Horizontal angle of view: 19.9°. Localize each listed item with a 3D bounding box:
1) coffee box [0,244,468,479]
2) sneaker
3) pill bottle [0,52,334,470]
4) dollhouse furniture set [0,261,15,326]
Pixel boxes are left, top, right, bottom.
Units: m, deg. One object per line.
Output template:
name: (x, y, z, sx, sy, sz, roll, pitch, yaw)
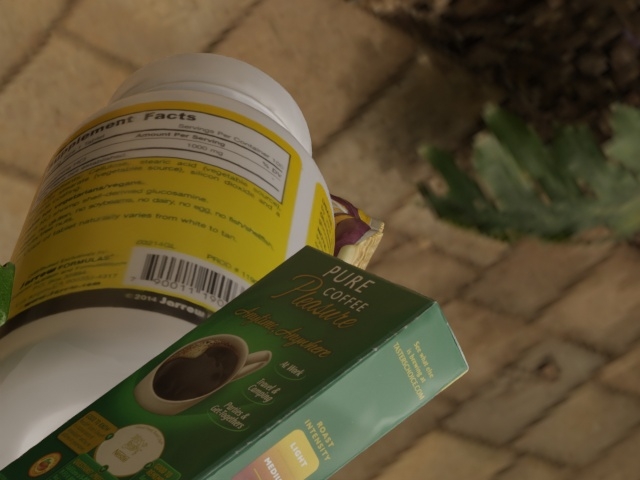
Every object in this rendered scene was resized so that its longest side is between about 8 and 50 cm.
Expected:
coffee box: (-0.041, 0.077, 0.740, 0.184, 0.113, 0.040, -37, 116, -18)
sneaker: (0.000, 0.000, 1.437, 0.069, 0.084, 0.185, -64, 180, 5)
pill bottle: (-0.089, 0.031, 1.071, 0.188, 0.334, 0.188, 3, 125, 4)
dollhouse furniture set: (-0.309, 0.011, 0.892, 0.301, 0.197, 0.151, -33, 123, 18)
